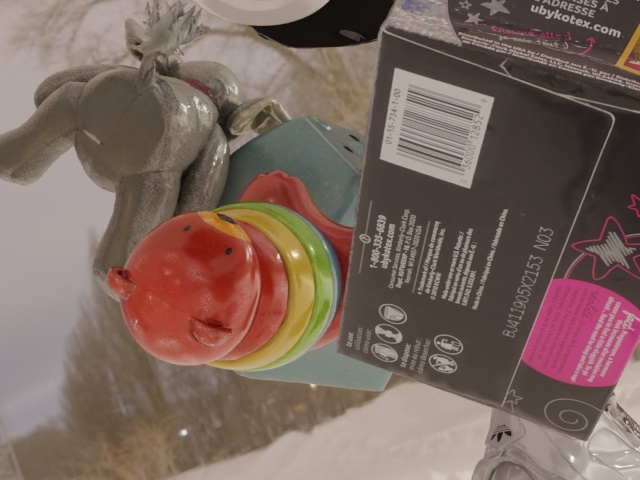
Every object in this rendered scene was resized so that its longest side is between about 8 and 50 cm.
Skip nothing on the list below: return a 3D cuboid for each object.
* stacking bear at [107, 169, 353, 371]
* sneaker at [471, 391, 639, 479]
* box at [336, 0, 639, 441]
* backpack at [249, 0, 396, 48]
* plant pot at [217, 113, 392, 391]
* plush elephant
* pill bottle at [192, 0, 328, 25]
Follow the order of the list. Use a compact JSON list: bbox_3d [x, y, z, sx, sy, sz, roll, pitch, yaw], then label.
[{"bbox_3d":[-0.069,0.036,0.871,0.164,0.175,0.289,-59,-15,11],"label":"stacking bear"},{"bbox_3d":[0.306,0.280,1.108,0.137,0.366,0.210,-27,28,51],"label":"sneaker"},{"bbox_3d":[0.111,-0.035,0.546,0.247,0.163,0.142,96,-163,-48],"label":"box"},{"bbox_3d":[0.079,-0.378,1.047,0.290,0.355,0.273,-12,-26,33],"label":"backpack"},{"bbox_3d":[0.000,0.000,1.217,0.248,0.247,0.252,13,-62,-44],"label":"plant pot"},{"bbox_3d":[-0.187,-0.132,1.225,0.330,0.272,0.255,-57,-16,15],"label":"plush elephant"},{"bbox_3d":[-0.042,-0.277,0.745,0.121,0.216,0.121,1,-25,1],"label":"pill bottle"}]
